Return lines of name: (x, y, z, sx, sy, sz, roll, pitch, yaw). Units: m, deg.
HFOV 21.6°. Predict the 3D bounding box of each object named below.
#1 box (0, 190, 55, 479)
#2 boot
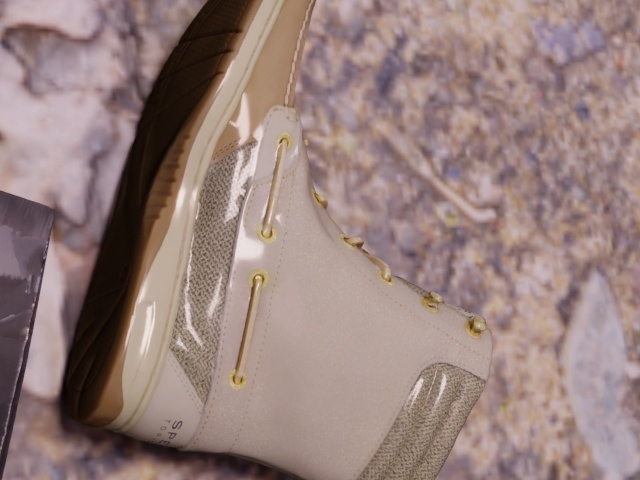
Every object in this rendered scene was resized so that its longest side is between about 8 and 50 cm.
box: (-0.260, 0.063, 0.540, 0.307, 0.076, 0.242, 19, 69, -24)
boot: (0.000, 0.000, 0.706, 0.165, 0.077, 0.213, 24, 73, -23)
